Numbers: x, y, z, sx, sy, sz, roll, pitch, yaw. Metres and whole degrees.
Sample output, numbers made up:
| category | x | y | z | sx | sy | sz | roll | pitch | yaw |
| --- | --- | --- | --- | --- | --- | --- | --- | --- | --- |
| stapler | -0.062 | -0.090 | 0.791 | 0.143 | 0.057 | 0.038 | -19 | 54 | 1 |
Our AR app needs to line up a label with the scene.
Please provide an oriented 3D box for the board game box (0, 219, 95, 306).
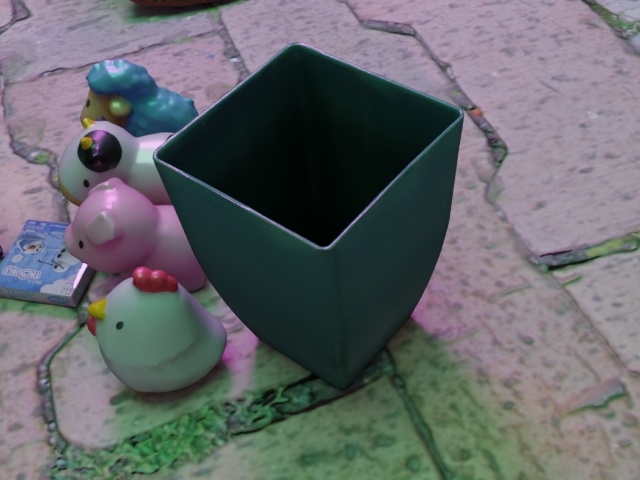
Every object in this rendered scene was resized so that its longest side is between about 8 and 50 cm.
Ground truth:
| category | x | y | z | sx | sy | sz | roll | pitch | yaw |
| --- | --- | --- | --- | --- | --- | --- | --- | --- | --- |
| board game box | -0.267 | 0.021 | 0.887 | 0.090 | 0.020 | 0.090 | 6 | 50 | 12 |

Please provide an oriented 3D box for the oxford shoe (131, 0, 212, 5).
| category | x | y | z | sx | sy | sz | roll | pitch | yaw |
| --- | --- | --- | --- | --- | --- | --- | --- | --- | --- |
| oxford shoe | -0.118 | -0.408 | 1.219 | 0.348 | 0.123 | 0.130 | -23 | 23 | -12 |

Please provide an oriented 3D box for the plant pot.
| category | x | y | z | sx | sy | sz | roll | pitch | yaw |
| --- | --- | --- | --- | --- | --- | --- | --- | --- | --- |
| plant pot | 0.000 | 0.000 | 0.727 | 0.166 | 0.234 | 0.165 | 29 | 57 | 28 |

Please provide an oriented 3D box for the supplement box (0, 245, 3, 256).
| category | x | y | z | sx | sy | sz | roll | pitch | yaw |
| --- | --- | --- | --- | --- | --- | --- | --- | --- | --- |
| supplement box | -0.437 | -0.050 | 0.912 | 0.111 | 0.114 | 0.220 | -35 | 51 | -22 |

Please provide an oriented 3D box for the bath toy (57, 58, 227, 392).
| category | x | y | z | sx | sy | sz | roll | pitch | yaw |
| --- | --- | --- | --- | --- | --- | --- | --- | --- | --- |
| bath toy | -0.172 | -0.022 | 0.839 | 0.151 | 0.129 | 0.348 | -9 | 48 | -6 |
